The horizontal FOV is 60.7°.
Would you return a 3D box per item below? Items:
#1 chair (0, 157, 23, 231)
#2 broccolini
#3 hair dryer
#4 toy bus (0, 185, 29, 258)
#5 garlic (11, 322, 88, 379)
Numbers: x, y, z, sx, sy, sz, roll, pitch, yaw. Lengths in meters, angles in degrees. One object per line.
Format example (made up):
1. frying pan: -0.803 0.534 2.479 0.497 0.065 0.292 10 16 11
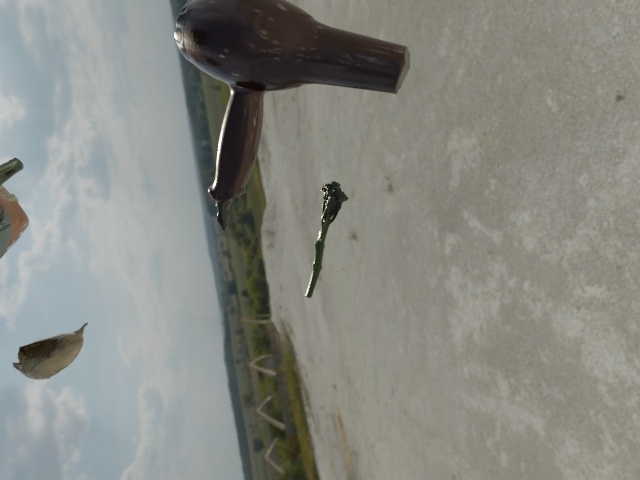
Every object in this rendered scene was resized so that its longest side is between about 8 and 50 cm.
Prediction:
1. chair: -0.573 -0.043 0.851 0.275 0.190 0.204 -116 45 -62
2. broccolini: -0.001 0.000 0.978 0.044 0.042 0.218 35 112 49
3. hair dryer: -0.066 -0.149 0.758 0.123 0.312 0.341 -44 -29 -62
4. toy bus: -0.736 -0.073 1.107 0.288 0.194 0.232 46 -169 -7
5. garlic: -0.531 0.223 1.091 0.084 0.152 0.066 61 156 17
